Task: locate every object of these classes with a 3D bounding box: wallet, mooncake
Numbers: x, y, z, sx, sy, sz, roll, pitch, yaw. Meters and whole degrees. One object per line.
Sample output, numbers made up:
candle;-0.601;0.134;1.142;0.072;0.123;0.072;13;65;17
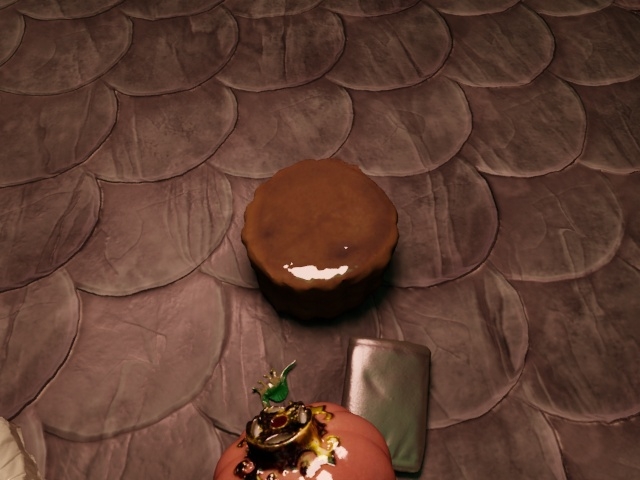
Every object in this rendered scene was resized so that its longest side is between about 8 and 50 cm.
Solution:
wallet;0.120;0.307;1.157;0.168;0.052;0.245;9;61;4
mooncake;0.000;0.001;1.277;0.323;0.187;0.324;0;56;1

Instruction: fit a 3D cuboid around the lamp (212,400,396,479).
lamp;-0.033;0.375;0.960;0.305;0.240;0.305;-13;22;5

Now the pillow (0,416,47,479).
pillow;-0.547;0.487;0.958;0.283;0.138;0.310;-41;62;-13

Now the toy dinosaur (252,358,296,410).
toy dinosaur;-0.083;0.280;1.184;0.060;0.029;0.119;46;59;8
